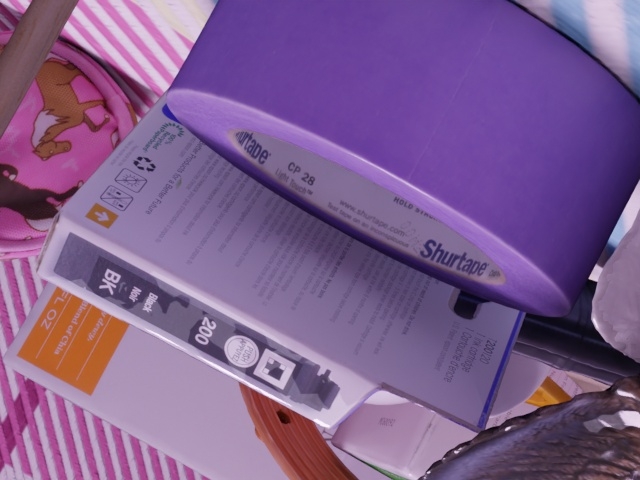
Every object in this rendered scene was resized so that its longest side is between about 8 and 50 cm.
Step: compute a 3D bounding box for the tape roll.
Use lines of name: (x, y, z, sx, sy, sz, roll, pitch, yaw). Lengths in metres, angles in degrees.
tape roll: (0.037, -0.047, 0.711, 0.189, 0.080, 0.189, 29, 172, 4)

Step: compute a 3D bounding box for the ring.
ring: (0.067, 0.166, 1.452, 0.337, 0.032, 0.336, 29, -149, -19)

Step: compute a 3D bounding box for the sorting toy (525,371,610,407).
sorting toy: (0.251, 0.109, 1.056, 0.348, 0.047, 0.196, 18, 166, 23)

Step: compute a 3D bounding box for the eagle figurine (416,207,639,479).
eagle figurine: (0.156, 0.099, 0.692, 0.226, 0.225, 0.298, 19, 168, -16)

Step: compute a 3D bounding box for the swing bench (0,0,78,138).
swing bench: (-0.214, -0.109, 0.539, 0.255, 0.253, 0.165, 25, 172, 29)

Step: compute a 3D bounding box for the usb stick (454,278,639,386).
usb stick: (0.080, 0.024, 0.931, 0.278, 0.045, 0.077, 18, -154, -10)

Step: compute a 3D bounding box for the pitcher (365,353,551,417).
pitcher: (0.039, 0.020, 1.066, 0.177, 0.125, 0.207, 62, 163, -10)

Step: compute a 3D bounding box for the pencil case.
pencil case: (-0.243, -0.060, 1.326, 0.167, 0.160, 0.386, 29, 173, -10)

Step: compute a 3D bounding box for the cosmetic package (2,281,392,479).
cosmetic package: (-0.092, 0.133, 1.793, 0.453, 0.230, 0.161, 22, 169, 36)

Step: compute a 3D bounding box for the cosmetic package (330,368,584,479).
cosmetic package: (0.218, 0.186, 1.323, 0.365, 0.155, 0.197, 32, 171, -12)

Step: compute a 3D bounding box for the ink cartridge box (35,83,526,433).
ink cartridge box: (0.000, 0.000, 0.827, 0.208, 0.045, 0.206, 27, -146, 3)
